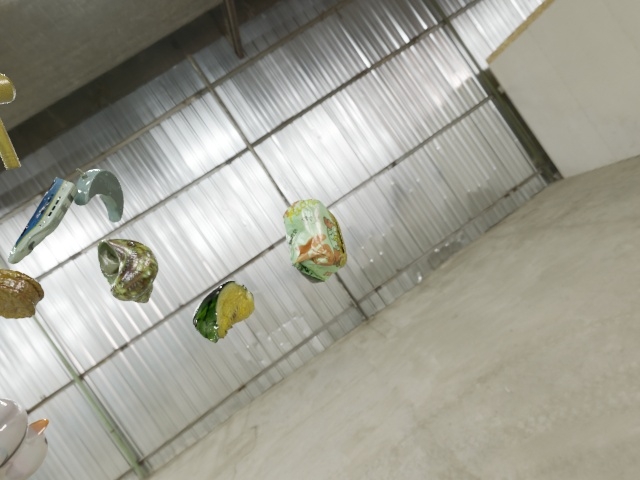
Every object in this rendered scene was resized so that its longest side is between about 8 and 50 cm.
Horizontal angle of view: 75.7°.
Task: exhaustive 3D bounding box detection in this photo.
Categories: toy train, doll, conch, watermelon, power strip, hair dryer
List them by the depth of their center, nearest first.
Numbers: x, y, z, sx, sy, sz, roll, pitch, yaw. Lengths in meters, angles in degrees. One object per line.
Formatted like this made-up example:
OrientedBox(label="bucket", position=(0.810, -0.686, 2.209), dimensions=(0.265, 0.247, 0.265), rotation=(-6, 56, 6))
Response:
OrientedBox(label="doll", position=(-0.764, 0.497, 0.951), dimensions=(0.221, 0.221, 0.251), rotation=(-34, 6, 45))
OrientedBox(label="toy train", position=(-0.684, -0.043, 1.019), dimensions=(0.052, 0.051, 0.234), rotation=(124, 163, -65))
OrientedBox(label="conch", position=(-0.536, 0.087, 1.157), dimensions=(0.187, 0.182, 0.124), rotation=(0, -3, 34))
OrientedBox(label="watermelon", position=(-0.271, 0.194, 1.172), dimensions=(0.123, 0.129, 0.301), rotation=(-39, -2, 13))
OrientedBox(label="power strip", position=(-0.637, -0.141, 1.188), dimensions=(0.044, 0.137, 0.216), rotation=(1, -15, 4))
OrientedBox(label="hair dryer", position=(-0.983, -0.359, 1.258), dimensions=(0.090, 0.279, 0.135), rotation=(3, 27, 20))

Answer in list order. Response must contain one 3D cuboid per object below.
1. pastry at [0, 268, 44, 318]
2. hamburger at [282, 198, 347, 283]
OrientedBox(label="pastry", position=(-1.040, 0.180, 1.386), dimensions=(0.188, 0.188, 0.103), rotation=(-35, 32, 30))
OrientedBox(label="hamburger", position=(0.001, 0.002, 1.107), dimensions=(0.125, 0.214, 0.235), rotation=(-20, -35, 32))
